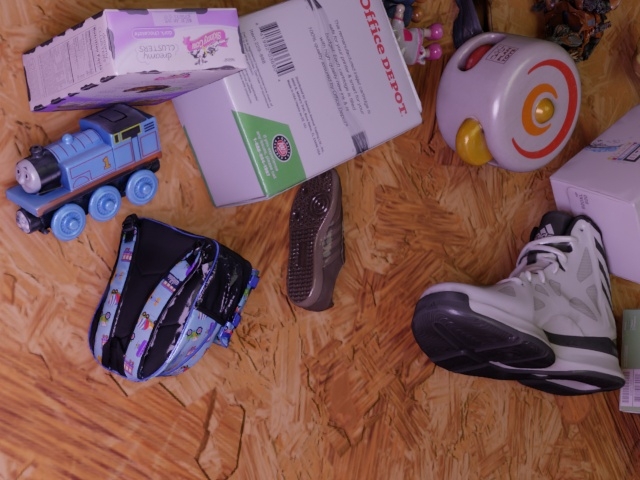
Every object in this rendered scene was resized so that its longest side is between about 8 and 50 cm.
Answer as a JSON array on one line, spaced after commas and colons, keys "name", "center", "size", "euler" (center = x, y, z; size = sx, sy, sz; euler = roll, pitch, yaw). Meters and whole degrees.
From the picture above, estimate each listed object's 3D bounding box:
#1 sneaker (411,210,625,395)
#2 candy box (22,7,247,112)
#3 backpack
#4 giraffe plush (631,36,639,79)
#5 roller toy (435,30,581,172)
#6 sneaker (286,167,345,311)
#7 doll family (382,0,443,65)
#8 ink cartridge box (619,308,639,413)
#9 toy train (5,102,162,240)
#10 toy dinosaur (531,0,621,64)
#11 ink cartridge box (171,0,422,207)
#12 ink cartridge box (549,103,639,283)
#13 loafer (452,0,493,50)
[{"name": "sneaker", "center": [0.288, 0.067, 1.609], "size": [0.447, 0.169, 0.258], "euler": [21, 62, -44]}, {"name": "candy box", "center": [-0.204, -0.195, 1.194], "size": [0.164, 0.196, 0.070], "euler": [-10, 90, -40]}, {"name": "backpack", "center": [-0.169, 0.076, 1.217], "size": [0.117, 0.158, 0.173], "euler": [33, 77, -51]}, {"name": "giraffe plush", "center": [0.620, -0.308, 1.915], "size": [0.170, 0.210, 0.181], "euler": [25, 34, -9]}, {"name": "roller toy", "center": [0.276, -0.200, 1.585], "size": [0.209, 0.146, 0.191], "euler": [2, 105, -40]}, {"name": "sneaker", "center": [0.000, 0.000, 1.431], "size": [0.071, 0.066, 0.189], "euler": [25, 73, -52]}, {"name": "doll family", "center": [0.085, -0.358, 1.526], "size": [0.163, 0.118, 0.263], "euler": [-10, 108, -46]}, {"name": "ink cartridge box", "center": [0.581, 0.217, 1.870], "size": [0.235, 0.056, 0.171], "euler": [19, 72, -52]}, {"name": "toy train", "center": [-0.255, -0.075, 1.196], "size": [0.184, 0.080, 0.105], "euler": [-30, 128, -34]}, {"name": "toy dinosaur", "center": [0.428, -0.428, 1.806], "size": [0.218, 0.164, 0.322], "euler": [57, 34, -36]}, {"name": "ink cartridge box", "center": [-0.032, -0.190, 1.381], "size": [0.289, 0.121, 0.211], "euler": [-27, 101, -38]}, {"name": "ink cartridge box", "center": [0.510, -0.075, 1.728], "size": [0.232, 0.168, 0.171], "euler": [-38, 125, -22]}, {"name": "loafer", "center": [0.239, -0.368, 1.666], "size": [0.062, 0.061, 0.170], "euler": [2, 82, -38]}]
